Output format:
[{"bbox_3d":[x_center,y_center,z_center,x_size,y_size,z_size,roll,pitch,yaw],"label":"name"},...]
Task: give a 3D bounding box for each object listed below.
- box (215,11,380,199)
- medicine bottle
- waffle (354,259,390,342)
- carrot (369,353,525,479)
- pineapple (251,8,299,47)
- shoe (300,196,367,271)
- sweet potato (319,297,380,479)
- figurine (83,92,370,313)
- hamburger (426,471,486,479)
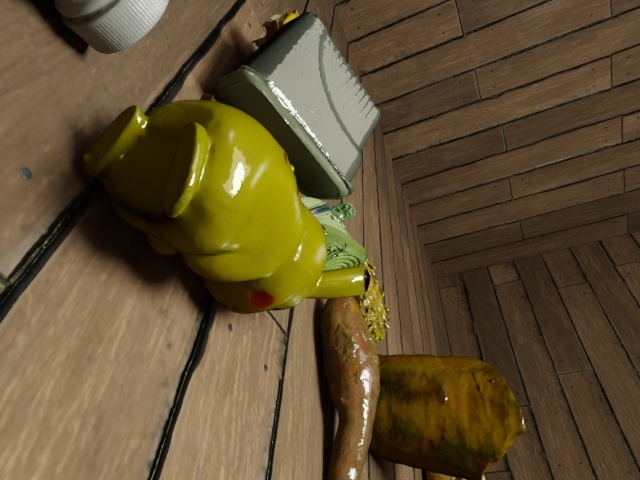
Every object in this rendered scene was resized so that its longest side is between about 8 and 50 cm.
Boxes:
[{"bbox_3d":[-0.016,-0.216,0.744,0.274,0.138,0.178,47,66,-33],"label":"box"},{"bbox_3d":[-0.223,-0.258,0.378,0.168,0.105,0.105,44,34,-57],"label":"medicine bottle"},{"bbox_3d":[0.130,0.149,1.183,0.228,0.051,0.231,52,27,-43],"label":"waffle"},{"bbox_3d":[0.245,0.363,0.951,0.241,0.341,0.241,2,90,-68],"label":"carrot"},{"bbox_3d":[-0.092,-0.328,0.879,0.164,0.139,0.250,35,-11,22],"label":"pineapple"},{"bbox_3d":[0.004,0.006,0.773,0.262,0.140,0.128,33,40,-68],"label":"shoe"},{"bbox_3d":[0.053,0.259,0.773,0.109,0.109,0.385,51,30,-51],"label":"sweet potato"},{"bbox_3d":[-0.089,-0.022,0.497,0.169,0.218,0.326,-52,147,-17],"label":"figurine"},{"bbox_3d":[0.416,0.773,1.292,0.284,0.174,0.304,59,23,-43],"label":"hamburger"}]
